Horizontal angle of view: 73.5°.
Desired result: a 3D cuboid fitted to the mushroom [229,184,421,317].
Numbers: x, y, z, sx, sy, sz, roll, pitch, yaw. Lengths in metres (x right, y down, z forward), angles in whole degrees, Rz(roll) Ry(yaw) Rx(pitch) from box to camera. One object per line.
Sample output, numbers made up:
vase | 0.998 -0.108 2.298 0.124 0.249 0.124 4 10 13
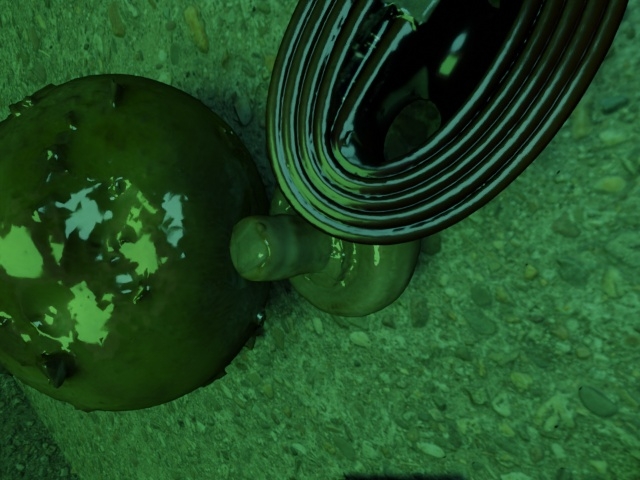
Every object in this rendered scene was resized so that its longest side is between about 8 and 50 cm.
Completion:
mushroom | 0.016 -0.007 0.500 0.206 0.209 0.206 0 90 17

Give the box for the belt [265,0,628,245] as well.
belt | 0.092 -0.156 0.349 0.217 0.122 0.338 31 100 6

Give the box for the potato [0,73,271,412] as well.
potato | -0.234 0.006 0.566 0.319 0.385 0.442 4 104 37

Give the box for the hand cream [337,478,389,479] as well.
hand cream | 0.123 0.408 0.668 0.255 0.048 0.079 -24 99 39

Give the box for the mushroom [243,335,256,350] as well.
mushroom | -0.210 0.201 0.819 0.225 0.093 0.116 -22 72 46
